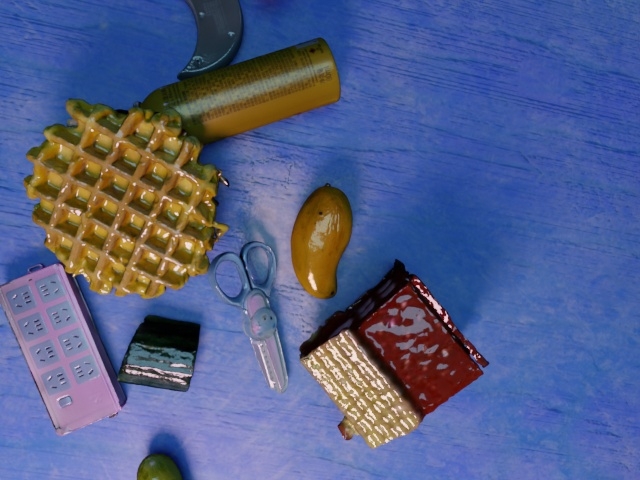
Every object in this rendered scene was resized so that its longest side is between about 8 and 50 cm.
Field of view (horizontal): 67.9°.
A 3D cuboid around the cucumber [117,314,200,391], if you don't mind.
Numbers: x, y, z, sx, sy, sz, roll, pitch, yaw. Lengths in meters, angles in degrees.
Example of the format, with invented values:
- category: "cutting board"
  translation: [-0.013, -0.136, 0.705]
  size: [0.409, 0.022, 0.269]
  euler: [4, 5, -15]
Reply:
- category: "cucumber"
  translation: [-0.258, 0.187, 0.767]
  size: [0.115, 0.062, 0.117]
  euler: [13, 90, -9]

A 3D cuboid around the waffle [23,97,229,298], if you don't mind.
- category: "waffle"
  translation: [-0.287, -0.046, 0.713]
  size: [0.328, 0.062, 0.330]
  euler: [0, 110, -1]

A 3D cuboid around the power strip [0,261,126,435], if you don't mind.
- category: "power strip"
  translation: [-0.412, 0.170, 0.761]
  size: [0.109, 0.037, 0.279]
  euler: [-22, 92, -6]

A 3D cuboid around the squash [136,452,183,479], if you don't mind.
- category: "squash"
  translation: [-0.240, 0.438, 0.766]
  size: [0.066, 0.066, 0.201]
  euler: [-20, 93, -5]

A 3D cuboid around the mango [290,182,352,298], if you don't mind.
- category: "mango"
  translation: [0.000, 0.000, 0.786]
  size: [0.098, 0.075, 0.191]
  euler: [9, 96, 2]

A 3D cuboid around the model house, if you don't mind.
- category: "model house"
  translation: [0.097, 0.186, 0.754]
  size: [0.254, 0.160, 0.196]
  euler: [-40, 95, -3]

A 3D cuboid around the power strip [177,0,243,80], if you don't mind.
- category: "power strip"
  translation: [-0.199, -0.377, 0.777]
  size: [0.137, 0.044, 0.216]
  euler: [-15, 92, -6]

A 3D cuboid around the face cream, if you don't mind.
- category: "face cream"
  translation: [-0.146, -0.218, 0.753]
  size: [0.348, 0.105, 0.105]
  euler: [-20, 92, -6]

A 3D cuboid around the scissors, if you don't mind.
- category: "scissors"
  translation: [-0.100, 0.133, 0.781]
  size: [0.125, 0.030, 0.256]
  euler: [-25, 105, -43]
